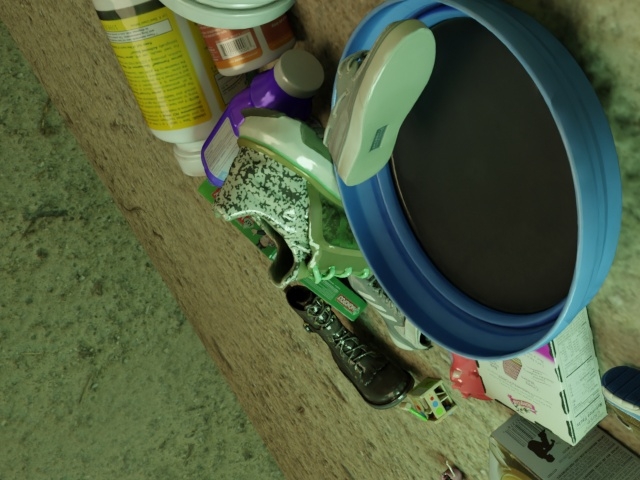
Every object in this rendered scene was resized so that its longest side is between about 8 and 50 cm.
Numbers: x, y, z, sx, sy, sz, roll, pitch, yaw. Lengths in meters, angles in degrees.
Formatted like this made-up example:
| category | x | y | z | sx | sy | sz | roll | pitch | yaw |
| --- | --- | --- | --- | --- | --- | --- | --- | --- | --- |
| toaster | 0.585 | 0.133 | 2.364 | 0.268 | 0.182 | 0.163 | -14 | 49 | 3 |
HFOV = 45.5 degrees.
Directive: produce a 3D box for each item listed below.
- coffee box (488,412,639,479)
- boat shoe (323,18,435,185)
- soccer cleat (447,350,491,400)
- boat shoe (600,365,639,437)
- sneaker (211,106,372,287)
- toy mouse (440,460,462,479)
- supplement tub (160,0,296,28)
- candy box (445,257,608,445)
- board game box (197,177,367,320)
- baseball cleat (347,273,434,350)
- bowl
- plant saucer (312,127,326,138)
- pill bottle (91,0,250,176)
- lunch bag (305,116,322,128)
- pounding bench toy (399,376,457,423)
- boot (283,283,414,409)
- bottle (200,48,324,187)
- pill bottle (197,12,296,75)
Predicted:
| category | x | y | z | sx | sy | sz | roll | pitch | yaw |
| --- | --- | --- | --- | --- | --- | --- | --- | --- | --- |
| coffee box | 0.365 | 0.356 | 0.980 | 0.297 | 0.119 | 0.168 | 38 | 151 | 39 |
| boat shoe | 0.045 | -0.148 | 0.778 | 0.081 | 0.079 | 0.227 | 54 | 152 | 20 |
| soccer cleat | 0.212 | 0.143 | 1.090 | 0.083 | 0.095 | 0.248 | -4 | 138 | 31 |
| boat shoe | 0.384 | 0.202 | 0.816 | 0.183 | 0.066 | 0.066 | 43 | 161 | 55 |
| sneaker | 0.000 | 0.000 | 1.065 | 0.410 | 0.182 | 0.158 | 40 | 169 | -31 |
| toy mouse | 0.274 | 0.487 | 1.472 | 0.161 | 0.031 | 0.143 | 58 | 158 | -1 |
| supplement tub | -0.076 | -0.384 | 0.731 | 0.241 | 0.241 | 0.331 | 54 | 158 | 8 |
| candy box | 0.257 | 0.119 | 0.947 | 0.159 | 0.071 | 0.233 | 26 | 141 | 54 |
| board game box | -0.060 | 0.017 | 1.335 | 0.213 | 0.046 | 0.317 | 40 | 179 | 37 |
| baseball cleat | 0.119 | 0.090 | 1.221 | 0.206 | 0.072 | 0.109 | 53 | 154 | -18 |
| bowl | 0.148 | -0.066 | 0.813 | 0.391 | 0.077 | 0.391 | 40 | 140 | 45 |
| plant saucer | 0.049 | -0.104 | 1.078 | 0.195 | 0.037 | 0.195 | 36 | 168 | 9 |
| pill bottle | -0.224 | -0.283 | 1.253 | 0.188 | 0.188 | 0.334 | 28 | 144 | 50 |
| lunch bag | -0.026 | -0.154 | 1.197 | 0.071 | 0.053 | 0.083 | -4 | 110 | 63 |
| pounding bench toy | 0.183 | 0.288 | 1.320 | 0.065 | 0.083 | 0.052 | 60 | 158 | -6 |
| boot | 0.039 | 0.188 | 1.412 | 0.229 | 0.091 | 0.263 | 52 | 165 | -27 |
| bottle | -0.084 | -0.173 | 1.122 | 0.283 | 0.118 | 0.092 | -41 | 65 | 54 |
| pill bottle | -0.126 | -0.347 | 1.046 | 0.121 | 0.121 | 0.216 | 19 | 137 | 57 |
